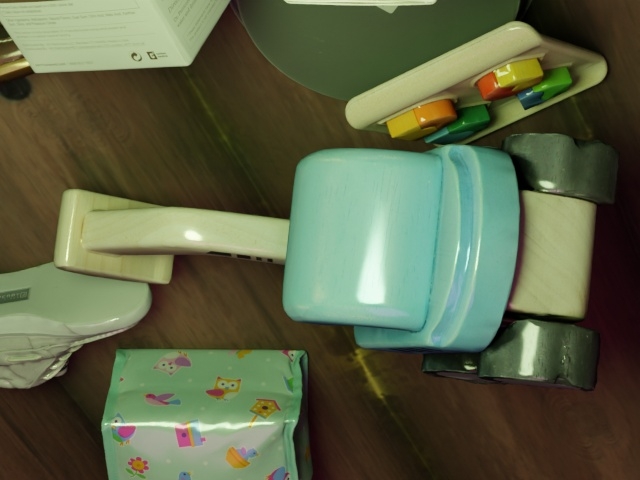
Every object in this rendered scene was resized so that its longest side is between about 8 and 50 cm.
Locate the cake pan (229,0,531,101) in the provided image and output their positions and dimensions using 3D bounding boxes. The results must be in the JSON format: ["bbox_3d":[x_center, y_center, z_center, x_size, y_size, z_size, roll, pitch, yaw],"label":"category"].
[{"bbox_3d":[0.052,-0.236,1.665,0.293,0.054,0.293,2,133,2],"label":"cake pan"}]

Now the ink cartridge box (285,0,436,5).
[{"bbox_3d":[0.029,-0.316,1.404,0.117,0.283,0.207,1,114,-1],"label":"ink cartridge box"}]

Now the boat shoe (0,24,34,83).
[{"bbox_3d":[-0.324,-0.173,1.739,0.207,0.073,0.073,-17,90,11],"label":"boat shoe"}]

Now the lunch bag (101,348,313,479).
[{"bbox_3d":[-0.119,0.253,2.072,0.223,0.160,0.262,-1,128,3],"label":"lunch bag"}]

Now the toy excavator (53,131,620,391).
[{"bbox_3d":[0.000,0.000,1.743,0.445,0.222,0.433,10,174,-16],"label":"toy excavator"}]

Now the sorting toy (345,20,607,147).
[{"bbox_3d":[0.148,-0.131,1.701,0.193,0.038,0.208,-24,164,24],"label":"sorting toy"}]

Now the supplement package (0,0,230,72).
[{"bbox_3d":[-0.200,-0.302,1.505,0.175,0.177,0.293,2,138,34],"label":"supplement package"}]

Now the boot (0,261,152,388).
[{"bbox_3d":[-0.285,0.094,1.987,0.258,0.095,0.123,-3,140,18],"label":"boot"}]
